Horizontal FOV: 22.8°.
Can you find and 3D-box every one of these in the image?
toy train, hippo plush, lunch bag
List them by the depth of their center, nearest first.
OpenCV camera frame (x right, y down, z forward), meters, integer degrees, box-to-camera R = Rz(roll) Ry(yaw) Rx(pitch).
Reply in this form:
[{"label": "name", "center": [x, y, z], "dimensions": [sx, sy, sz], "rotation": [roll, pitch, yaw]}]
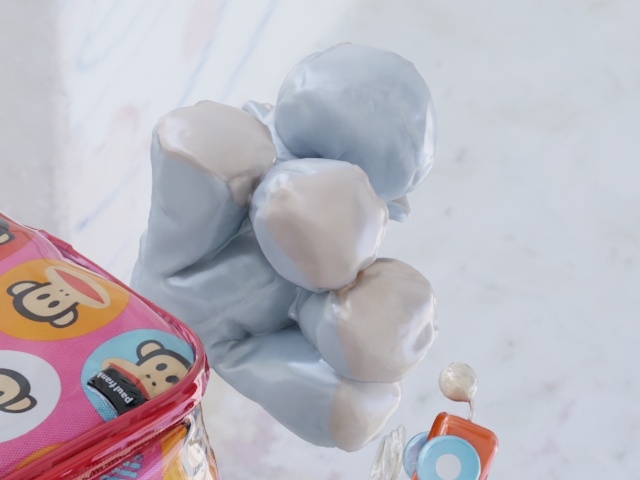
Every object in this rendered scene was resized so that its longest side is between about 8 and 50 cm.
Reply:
[{"label": "toy train", "center": [0.035, 0.110, 0.541], "dimensions": [0.046, 0.125, 0.166], "rotation": [21, -9, 1]}, {"label": "lunch bag", "center": [-0.216, 0.088, 0.714], "dimensions": [0.258, 0.120, 0.293], "rotation": [-29, 39, -34]}, {"label": "hippo plush", "center": [0.000, 0.000, 1.097], "dimensions": [0.234, 0.294, 0.236], "rotation": [40, 46, 5]}]
